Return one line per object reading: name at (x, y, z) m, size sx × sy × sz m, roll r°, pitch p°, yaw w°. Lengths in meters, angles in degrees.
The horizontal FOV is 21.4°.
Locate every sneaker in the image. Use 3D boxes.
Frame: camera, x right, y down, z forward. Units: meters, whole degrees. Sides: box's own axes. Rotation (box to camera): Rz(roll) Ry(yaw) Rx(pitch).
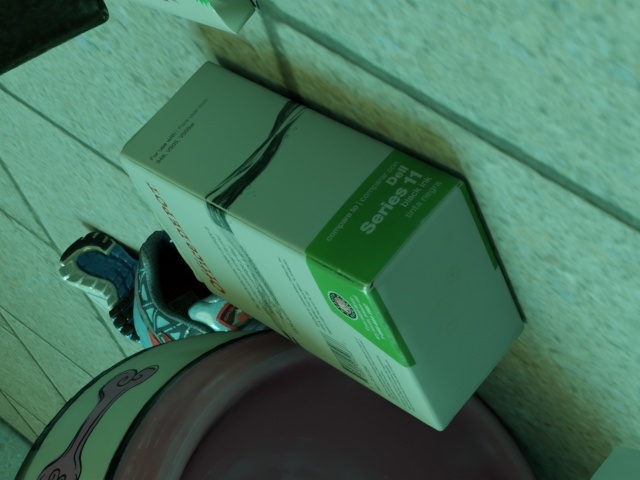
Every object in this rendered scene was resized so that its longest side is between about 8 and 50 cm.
sneaker at (-0.164, 0.057, 1.564) m, size 0.190 × 0.071 × 0.083 m, roll 36°, pitch 171°, yaw 49°
sneaker at (-0.065, 0.089, 1.319) m, size 0.262 × 0.104 × 0.125 m, roll 40°, pitch 153°, yaw 27°

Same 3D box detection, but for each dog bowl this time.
dog bowl at (-0.005, 0.241, 1.126) m, size 0.408 × 0.408 × 0.150 m, roll 46°, pitch 144°, yaw -12°

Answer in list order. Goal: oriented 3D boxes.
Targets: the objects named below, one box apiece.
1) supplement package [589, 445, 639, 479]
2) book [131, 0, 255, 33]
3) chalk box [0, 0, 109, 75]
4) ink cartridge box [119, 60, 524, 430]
supplement package at (0.216, 0.280, 0.855) m, size 0.177 × 0.175 × 0.293 m, roll 6°, pitch 125°, yaw 38°
book at (-0.108, -0.165, 0.925) m, size 0.144 × 0.035 × 0.096 m, roll 22°, pitch 159°, yaw 45°
chalk box at (-0.269, -0.208, 0.864) m, size 0.179 × 0.180 × 0.289 m, roll 14°, pitch 131°, yaw 58°
ink cartridge box at (0.000, 0.000, 0.990) m, size 0.208 × 0.087 × 0.153 m, roll 28°, pitch 159°, yaw 36°
